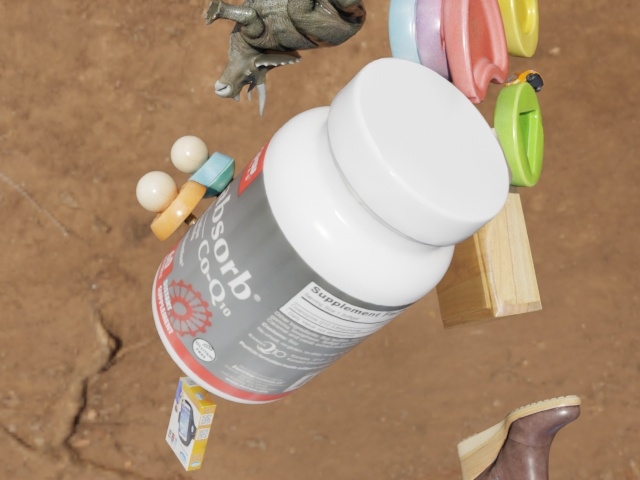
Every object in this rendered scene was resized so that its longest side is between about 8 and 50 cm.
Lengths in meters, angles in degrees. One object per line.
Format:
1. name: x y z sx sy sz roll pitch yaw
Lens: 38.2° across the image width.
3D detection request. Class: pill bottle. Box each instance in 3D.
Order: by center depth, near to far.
1. pill bottle: 0.000 0.000 0.910 0.210 0.210 0.363 17 140 -29

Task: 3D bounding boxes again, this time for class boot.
1. boot: 0.329 0.365 1.405 0.090 0.207 0.248 5 146 -44

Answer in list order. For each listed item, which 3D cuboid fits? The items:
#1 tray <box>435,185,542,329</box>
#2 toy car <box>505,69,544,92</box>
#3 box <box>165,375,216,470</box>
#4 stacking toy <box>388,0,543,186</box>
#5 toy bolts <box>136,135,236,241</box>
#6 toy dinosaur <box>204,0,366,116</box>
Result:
1. tray: 0.241 0.028 1.460 0.076 0.203 0.411 -9 173 -2
2. toy car: 0.258 -0.232 1.304 0.122 0.041 0.060 17 121 -38
3. box: -0.202 0.286 1.420 0.028 0.081 0.136 1 116 -36
4. stacking toy: 0.169 -0.190 1.118 0.130 0.280 0.309 -1 -168 28
5. toy bolts: -0.156 -0.096 1.386 0.158 0.228 0.218 43 103 -11
6. toy dinosaur: -0.025 -0.268 1.070 0.313 0.121 0.160 -15 150 40
